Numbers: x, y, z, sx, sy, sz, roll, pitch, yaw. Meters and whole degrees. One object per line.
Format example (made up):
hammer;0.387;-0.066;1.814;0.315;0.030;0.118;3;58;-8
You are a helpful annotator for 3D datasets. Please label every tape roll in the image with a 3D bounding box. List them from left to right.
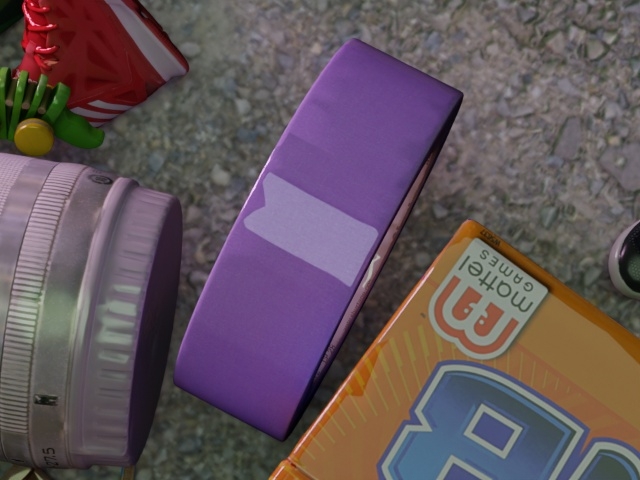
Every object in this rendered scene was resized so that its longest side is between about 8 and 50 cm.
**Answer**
tape roll;0.000;0.000;1.246;0.090;0.275;0.275;27;85;5

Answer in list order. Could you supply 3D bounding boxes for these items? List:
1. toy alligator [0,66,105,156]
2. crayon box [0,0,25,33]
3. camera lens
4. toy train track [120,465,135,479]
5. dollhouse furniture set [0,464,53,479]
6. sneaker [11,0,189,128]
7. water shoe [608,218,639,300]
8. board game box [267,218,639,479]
toy alligator;-0.248;-0.106;1.289;0.190;0.056;0.051;12;128;-7
crayon box;-0.349;-0.213;1.365;0.323;0.083;0.203;-40;84;-8
camera lens;-0.252;0.043;1.275;0.274;0.219;0.219;9;84;2
toy train track;-0.150;0.180;1.358;0.048;0.014;0.083;18;72;-36
dollhouse furniture set;-0.219;0.247;1.274;0.123;0.151;0.144;43;79;1
sneaker;-0.201;-0.155;1.314;0.128;0.221;0.087;-41;41;3
water shoe;0.316;-0.007;1.336;0.203;0.080;0.073;-15;83;0
board game box;0.126;0.248;1.173;0.356;0.356;0.356;36;85;5
